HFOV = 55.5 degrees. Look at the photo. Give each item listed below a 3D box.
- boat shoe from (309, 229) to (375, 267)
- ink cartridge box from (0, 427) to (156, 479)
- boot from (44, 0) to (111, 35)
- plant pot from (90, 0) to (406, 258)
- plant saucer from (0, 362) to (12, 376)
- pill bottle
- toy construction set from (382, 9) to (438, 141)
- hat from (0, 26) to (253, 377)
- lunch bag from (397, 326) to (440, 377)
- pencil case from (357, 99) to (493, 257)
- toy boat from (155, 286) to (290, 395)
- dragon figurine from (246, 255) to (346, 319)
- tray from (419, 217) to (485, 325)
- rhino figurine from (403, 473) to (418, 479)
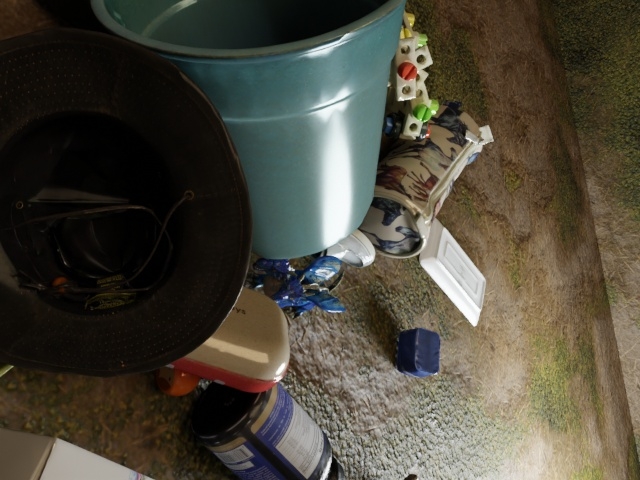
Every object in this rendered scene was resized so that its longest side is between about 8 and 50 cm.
[{"bbox_3d":[0.000,0.000,1.028,0.228,0.079,0.081,36,60,-32],"label":"boat shoe"},{"bbox_3d":[-0.238,0.282,0.539,0.232,0.171,0.168,50,45,-44],"label":"ink cartridge box"},{"bbox_3d":[-0.256,-0.324,0.804,0.236,0.085,0.178,49,43,-32],"label":"boot"},{"bbox_3d":[-0.059,-0.176,0.757,0.334,0.342,0.341,85,23,-49],"label":"plant pot"},{"bbox_3d":[-0.394,0.085,0.541,0.188,0.045,0.188,61,41,-17],"label":"plant saucer"},{"bbox_3d":[-0.062,0.278,0.822,0.219,0.123,0.122,54,44,-26],"label":"pill bottle"},{"bbox_3d":[0.152,-0.315,1.157,0.327,0.151,0.214,-91,-167,-64],"label":"toy construction set"},{"bbox_3d":[-0.223,-0.036,0.614,0.331,0.332,0.134,64,-2,-15],"label":"hat"},{"bbox_3d":[0.189,0.216,1.191,0.067,0.065,0.098,23,62,-27],"label":"lunch bag"},{"bbox_3d":[0.201,-0.129,1.218,0.159,0.184,0.410,59,42,-21],"label":"pencil case"},{"bbox_3d":[-0.160,0.129,0.744,0.231,0.151,0.151,23,25,-18],"label":"toy boat"},{"bbox_3d":[-0.012,0.071,0.927,0.289,0.144,0.085,8,73,-49],"label":"dragon figurine"},{"bbox_3d":[0.321,0.070,1.423,0.270,0.030,0.145,46,49,-32],"label":"tray"},{"bbox_3d":[0.099,0.491,0.993,0.243,0.073,0.106,-21,93,-50],"label":"rhino figurine"}]
